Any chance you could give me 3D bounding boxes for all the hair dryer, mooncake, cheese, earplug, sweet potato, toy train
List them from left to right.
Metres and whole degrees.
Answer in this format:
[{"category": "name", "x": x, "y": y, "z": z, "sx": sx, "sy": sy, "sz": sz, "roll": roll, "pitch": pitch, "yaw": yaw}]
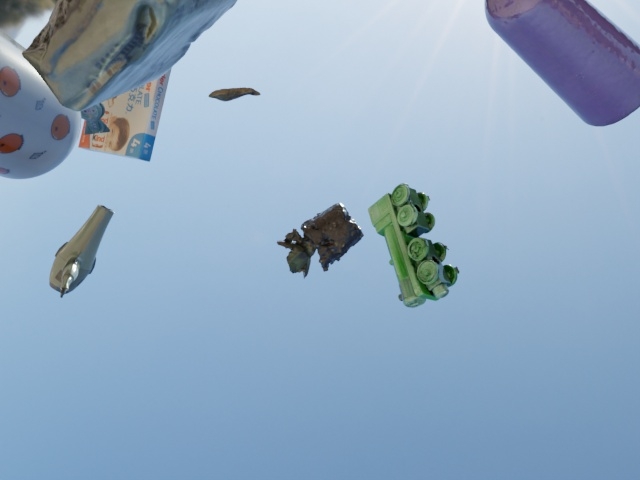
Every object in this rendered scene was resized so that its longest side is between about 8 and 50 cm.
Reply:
[{"category": "hair dryer", "x": -0.392, "y": 0.012, "z": 1.017, "sx": 0.167, "sy": 0.067, "sz": 0.199, "roll": -66, "pitch": -160, "yaw": -11}, {"category": "cheese", "x": -0.526, "y": -0.289, "z": 1.418, "sx": 0.067, "sy": 0.121, "sz": 0.026, "roll": -8, "pitch": -122, "yaw": -8}, {"category": "mooncake", "x": -0.240, "y": -0.302, "z": 0.807, "sx": 0.250, "sy": 0.136, "sz": 0.254, "roll": -36, "pitch": -169, "yaw": 32}, {"category": "sweet potato", "x": -0.251, "y": -0.424, "z": 1.788, "sx": 0.153, "sy": 0.038, "sz": 0.041, "roll": -10, "pitch": -131, "yaw": -22}, {"category": "toy train", "x": 0.168, "y": 0.008, "z": 1.162, "sx": 0.119, "sy": 0.085, "sz": 0.251, "roll": -39, "pitch": -130, "yaw": 36}, {"category": "earplug", "x": 0.569, "y": -0.474, "z": 1.452, "sx": 0.215, "sy": 0.456, "sz": 0.215, "roll": -44, "pitch": -152, "yaw": 31}]

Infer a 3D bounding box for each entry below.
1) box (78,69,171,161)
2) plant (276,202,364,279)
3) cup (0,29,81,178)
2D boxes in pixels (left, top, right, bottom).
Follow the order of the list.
[{"category": "box", "x": -0.525, "y": -0.360, "z": 1.651, "sx": 0.265, "sy": 0.048, "sz": 0.273, "roll": 12, "pitch": -91, "yaw": 33}, {"category": "plant", "x": 0.000, "y": 0.000, "z": 1.532, "sx": 0.203, "sy": 0.142, "sz": 0.131, "roll": -40, "pitch": -168, "yaw": 12}, {"category": "cup", "x": -0.525, "y": -0.220, "z": 0.942, "sx": 0.212, "sy": 0.317, "sz": 0.212, "roll": -3, "pitch": -102, "yaw": 14}]
